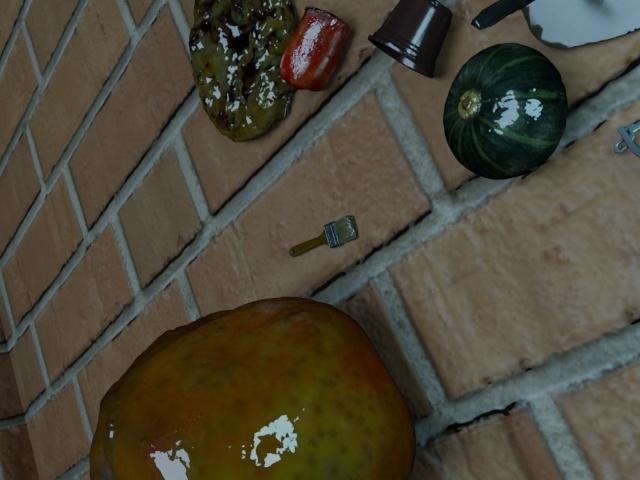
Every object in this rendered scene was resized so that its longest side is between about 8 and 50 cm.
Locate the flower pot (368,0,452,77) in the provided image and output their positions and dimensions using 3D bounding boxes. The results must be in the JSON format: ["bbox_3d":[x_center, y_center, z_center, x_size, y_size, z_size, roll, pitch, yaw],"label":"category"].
[{"bbox_3d":[0.135,-0.295,0.895,0.111,0.111,0.089,40,104,36],"label":"flower pot"}]

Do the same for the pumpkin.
[{"bbox_3d":[0.226,-0.156,0.785,0.167,0.125,0.167,-28,54,46],"label":"pumpkin"}]

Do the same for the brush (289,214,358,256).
[{"bbox_3d":[0.000,0.000,1.105,0.170,0.014,0.043,-24,78,45],"label":"brush"}]

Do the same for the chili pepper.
[{"bbox_3d":[-0.024,-0.289,1.058,0.192,0.084,0.086,-63,36,22],"label":"chili pepper"}]

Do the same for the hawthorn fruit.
[{"bbox_3d":[-0.113,0.297,0.950,0.472,0.472,0.471,4,96,45],"label":"hawthorn fruit"}]

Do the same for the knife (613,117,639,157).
[{"bbox_3d":[0.416,-0.032,0.659,0.123,0.053,0.277,-43,62,44],"label":"knife"}]

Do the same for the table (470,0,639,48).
[{"bbox_3d":[0.255,-0.360,0.608,0.317,0.249,0.317,14,114,36],"label":"table"}]

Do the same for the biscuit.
[{"bbox_3d":[-0.157,-0.355,1.190,0.289,0.081,0.333,-19,81,45],"label":"biscuit"}]
